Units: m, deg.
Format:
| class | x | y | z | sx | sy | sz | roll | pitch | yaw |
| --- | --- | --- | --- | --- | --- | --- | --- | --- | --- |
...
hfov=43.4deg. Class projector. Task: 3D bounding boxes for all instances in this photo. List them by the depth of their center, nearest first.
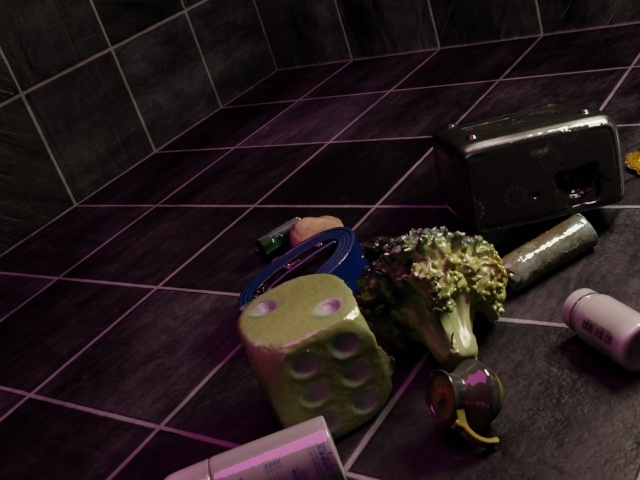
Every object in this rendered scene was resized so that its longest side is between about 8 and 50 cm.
| class | x | y | z | sx | sy | sz | roll | pitch | yaw |
| --- | --- | --- | --- | --- | --- | --- | --- | --- | --- |
| projector | 0.510 | -0.202 | 2.050 | 0.394 | 0.242 | 0.405 | -14 | 14 | 1 |

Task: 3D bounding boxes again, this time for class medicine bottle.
| class | x | y | z | sx | sy | sz | roll | pitch | yaw |
| --- | --- | --- | --- | --- | --- | --- | --- | --- | --- |
| medicine bottle | -0.132 | 0.434 | 1.444 | 0.340 | 0.130 | 0.130 | -21 | 25 | -3 |
| medicine bottle | 0.554 | 0.166 | 1.535 | 0.102 | 0.103 | 0.186 | -25 | 26 | -13 |

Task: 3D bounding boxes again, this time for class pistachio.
| class | x | y | z | sx | sy | sz | roll | pitch | yaw |
| --- | --- | --- | --- | --- | --- | --- | --- | --- | --- |
| pistachio | 0.000 | 0.000 | 2.239 | 0.200 | 0.117 | 0.145 | 14 | 56 | 43 |

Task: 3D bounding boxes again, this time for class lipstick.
| class | x | y | z | sx | sy | sz | roll | pitch | yaw |
| --- | --- | --- | --- | --- | --- | --- | --- | --- | --- |
| lipstick | 0.440 | -0.022 | 2.039 | 0.274 | 0.061 | 0.068 | -33 | 7 | -38 |

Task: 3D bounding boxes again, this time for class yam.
| class | x | y | z | sx | sy | sz | roll | pitch | yaw |
| --- | --- | --- | --- | --- | --- | --- | --- | --- | --- |
| yam | 0.516 | 0.030 | 1.848 | 0.259 | 0.093 | 0.093 | -28 | 27 | -16 |

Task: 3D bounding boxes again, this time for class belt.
| class | x | y | z | sx | sy | sz | roll | pitch | yaw |
| --- | --- | --- | --- | --- | --- | --- | --- | --- | --- |
| belt | -0.034 | 0.111 | 1.993 | 0.347 | 0.117 | 0.212 | -36 | 32 | -17 |

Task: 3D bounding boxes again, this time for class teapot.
| class | x | y | z | sx | sy | sz | roll | pitch | yaw |
| --- | --- | --- | --- | --- | --- | --- | --- | --- | --- |
| teapot | 0.266 | 0.296 | 1.456 | 0.119 | 0.130 | 0.166 | 3 | 49 | -24 |

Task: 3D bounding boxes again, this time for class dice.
| class | x | y | z | sx | sy | sz | roll | pitch | yaw |
| --- | --- | --- | --- | --- | --- | --- | --- | --- | --- |
| dice | -0.014 | 0.231 | 1.619 | 0.254 | 0.252 | 0.250 | -27 | 27 | -10 |

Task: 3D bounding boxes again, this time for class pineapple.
| class | x | y | z | sx | sy | sz | roll | pitch | yaw |
| --- | --- | --- | --- | --- | --- | --- | --- | --- | --- |
| pineapple | 0.877 | -0.222 | 2.130 | 0.114 | 0.077 | 0.114 | -13 | 27 | -18 |

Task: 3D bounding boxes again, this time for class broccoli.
| class | x | y | z | sx | sy | sz | roll | pitch | yaw |
| --- | --- | --- | --- | --- | --- | --- | --- | --- | --- |
| broccoli | 0.241 | 0.140 | 1.692 | 0.293 | 0.347 | 0.281 | -47 | 44 | 38 |

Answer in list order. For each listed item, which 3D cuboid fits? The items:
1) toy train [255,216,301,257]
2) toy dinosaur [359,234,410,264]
| class | x | y | z | sx | sy | sz | roll | pitch | yaw |
| --- | --- | --- | --- | --- | --- | --- | --- | --- | --- |
| toy train | -0.113 | -0.010 | 2.341 | 0.170 | 0.071 | 0.111 | -32 | -5 | -16 |
| toy dinosaur | 0.147 | 0.004 | 2.158 | 0.187 | 0.087 | 0.179 | -2 | 32 | 29 |
